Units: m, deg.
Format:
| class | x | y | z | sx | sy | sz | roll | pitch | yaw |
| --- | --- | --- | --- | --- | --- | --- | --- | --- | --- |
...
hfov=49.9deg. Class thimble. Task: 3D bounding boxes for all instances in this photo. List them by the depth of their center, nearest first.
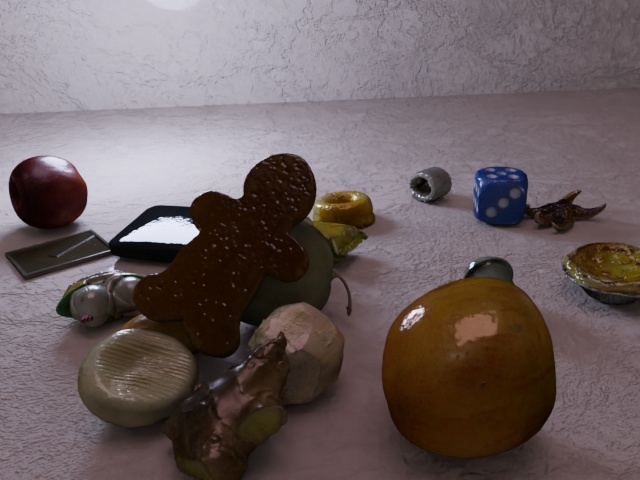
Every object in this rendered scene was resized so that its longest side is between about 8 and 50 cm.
| class | x | y | z | sx | sy | sz | roll | pitch | yaw |
| --- | --- | --- | --- | --- | --- | --- | --- | --- | --- |
| thimble | 0.349 | -0.178 | 2.194 | 0.090 | 0.102 | 0.115 | -21 | 2 | -36 |

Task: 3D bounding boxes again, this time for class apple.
| class | x | y | z | sx | sy | sz | roll | pitch | yaw |
| --- | --- | --- | --- | --- | --- | --- | --- | --- | --- |
| apple | 0.240 | 0.211 | 1.148 | 0.275 | 0.298 | 0.299 | -15 | 25 | 5 |
| apple | -0.806 | -0.142 | 2.035 | 0.201 | 0.218 | 0.218 | -23 | 32 | -38 |

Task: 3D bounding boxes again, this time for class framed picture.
| class | x | y | z | sx | sy | sz | roll | pitch | yaw |
| --- | --- | --- | --- | --- | --- | --- | --- | --- | --- |
| framed picture | -0.712 | 0.034 | 1.885 | 0.250 | 0.016 | 0.184 | -19 | 30 | -34 |

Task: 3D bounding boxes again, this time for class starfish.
| class | x | y | z | sx | sy | sz | roll | pitch | yaw |
| --- | --- | --- | --- | --- | --- | --- | --- | --- | --- |
| starfish | 0.718 | -0.089 | 2.033 | 0.216 | 0.071 | 0.238 | 17 | 40 | 24 |

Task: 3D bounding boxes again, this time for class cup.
| class | x | y | z | sx | sy | sz | roll | pitch | yaw |
| --- | --- | --- | --- | --- | --- | --- | --- | --- | --- |
| cup | 0.392 | 0.113 | 1.555 | 0.120 | 0.120 | 0.141 | -3 | 33 | -4 |

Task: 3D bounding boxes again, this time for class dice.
| class | x | y | z | sx | sy | sz | roll | pitch | yaw |
| --- | --- | --- | --- | --- | --- | --- | --- | --- | --- |
| dice | 0.529 | -0.132 | 2.030 | 0.146 | 0.146 | 0.143 | 2 | 23 | 6 |

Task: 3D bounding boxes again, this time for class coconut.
| class | x | y | z | sx | sy | sz | roll | pitch | yaw |
| --- | --- | --- | --- | --- | --- | --- | --- | --- | --- |
| coconut | -0.042 | 0.207 | 1.297 | 0.195 | 0.194 | 0.194 | -1 | 25 | 0 |

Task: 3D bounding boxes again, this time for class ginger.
| class | x | y | z | sx | sy | sz | roll | pitch | yaw |
| --- | --- | --- | --- | --- | --- | --- | --- | --- | --- |
| ginger | -0.138 | 0.274 | 1.145 | 0.219 | 0.123 | 0.270 | 9 | 48 | 48 |

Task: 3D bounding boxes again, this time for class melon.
| class | x | y | z | sx | sy | sz | roll | pitch | yaw |
| --- | --- | --- | --- | --- | --- | --- | --- | --- | --- |
| melon | -0.110 | 0.067 | 1.507 | 0.308 | 0.271 | 0.272 | -14 | 28 | -18 |

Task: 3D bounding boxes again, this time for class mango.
| class | x | y | z | sx | sy | sz | roll | pitch | yaw |
| --- | --- | --- | --- | --- | --- | --- | --- | --- | --- |
| mango | -0.319 | 0.191 | 1.418 | 0.227 | 0.109 | 0.147 | -20 | 34 | -31 |

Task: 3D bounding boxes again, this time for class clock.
| class | x | y | z | sx | sy | sz | roll | pitch | yaw |
| --- | --- | --- | --- | --- | --- | --- | --- | --- | --- |
| clock | -0.479 | 0.132 | 1.561 | 0.231 | 0.103 | 0.144 | -17 | 31 | -26 |

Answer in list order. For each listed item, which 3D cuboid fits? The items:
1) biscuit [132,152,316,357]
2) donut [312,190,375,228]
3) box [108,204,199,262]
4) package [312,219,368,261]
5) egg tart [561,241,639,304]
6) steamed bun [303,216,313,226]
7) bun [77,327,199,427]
| class | x | y | z | sx | sy | sz | roll | pitch | yaw |
| --- | --- | --- | --- | --- | --- | --- | --- | --- | --- |
| biscuit | -0.154 | 0.017 | 1.365 | 0.283 | 0.432 | 0.064 | 31 | -9 | 18 |
| donut | 0.070 | -0.097 | 2.061 | 0.190 | 0.074 | 0.174 | 3 | 26 | 11 |
| box | -0.404 | -0.021 | 1.924 | 0.289 | 0.073 | 0.290 | 4 | 26 | 12 |
| package | 0.000 | 0.000 | 1.835 | 0.226 | 0.090 | 0.168 | 7 | 24 | 22 |
| egg tart | 0.689 | 0.084 | 1.621 | 0.234 | 0.094 | 0.234 | -1 | 28 | 1 |
| steamed bun | -0.100 | 0.029 | 1.723 | 0.155 | 0.172 | 0.141 | -8 | 8 | 30 |
| bun | -0.335 | 0.263 | 1.265 | 0.223 | 0.127 | 0.222 | 18 | 32 | -12 |
